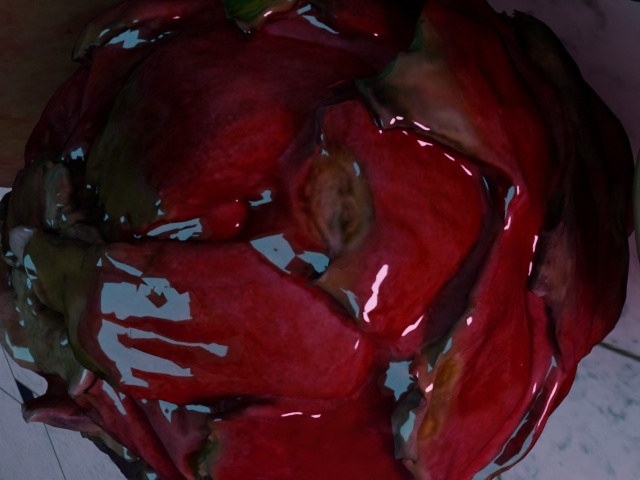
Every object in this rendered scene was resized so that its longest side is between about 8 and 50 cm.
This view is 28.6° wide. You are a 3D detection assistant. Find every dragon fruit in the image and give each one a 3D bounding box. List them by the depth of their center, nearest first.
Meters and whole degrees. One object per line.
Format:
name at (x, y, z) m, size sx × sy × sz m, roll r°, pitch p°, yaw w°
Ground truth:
dragon fruit at (0.001, -0.002, 0.648) m, size 0.329 × 0.329 × 0.329 m, roll 37°, pitch 143°, yaw 34°

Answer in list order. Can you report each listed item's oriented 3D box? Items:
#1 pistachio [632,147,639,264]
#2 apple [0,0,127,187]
pistachio at (0.207, 0.008, 0.539) m, size 0.136 × 0.136 × 0.226 m, roll 12°, pitch 133°, yaw 52°
apple at (-0.193, -0.191, 0.806) m, size 0.345 × 0.269 × 0.344 m, roll 38°, pitch 145°, yaw 34°
